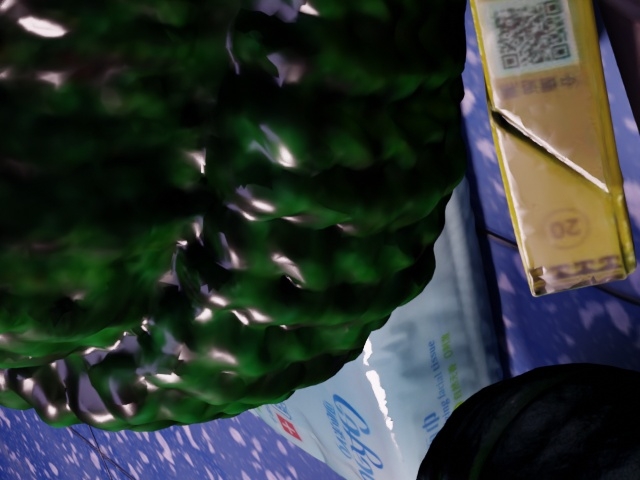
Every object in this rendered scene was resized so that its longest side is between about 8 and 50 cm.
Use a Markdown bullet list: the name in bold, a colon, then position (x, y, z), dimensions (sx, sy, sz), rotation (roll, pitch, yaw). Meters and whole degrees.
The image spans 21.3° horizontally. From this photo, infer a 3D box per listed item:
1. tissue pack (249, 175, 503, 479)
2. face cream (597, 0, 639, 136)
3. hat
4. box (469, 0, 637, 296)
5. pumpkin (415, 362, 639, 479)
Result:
- **tissue pack**: position (0.000, 0.000, 0.836), dimensions (0.177, 0.089, 0.263), rotation (29, 144, 44)
- **face cream**: position (0.169, 0.029, 0.561), dimensions (0.107, 0.073, 0.269), rotation (14, 132, 58)
- **hat**: position (-0.101, -0.065, 0.567), dimensions (0.242, 0.332, 0.274), rotation (-16, 84, 35)
- **box**: position (0.054, -0.140, 0.524), dimensions (0.153, 0.041, 0.279), rotation (-88, -14, -57)
- **pumpkin**: position (0.120, 0.146, 0.720), dimensions (0.202, 0.140, 0.202), rotation (44, 150, 33)
